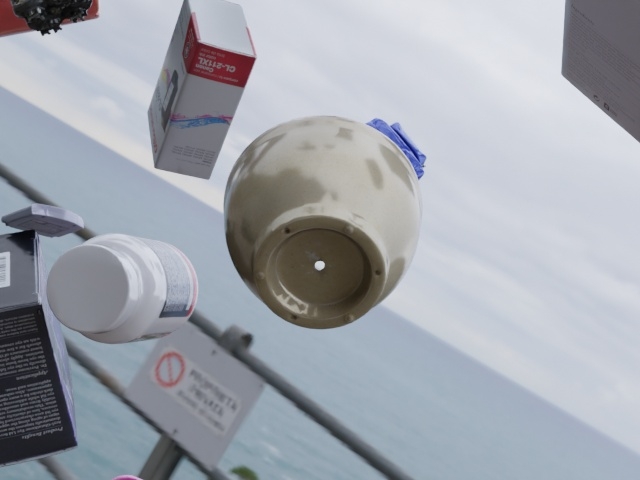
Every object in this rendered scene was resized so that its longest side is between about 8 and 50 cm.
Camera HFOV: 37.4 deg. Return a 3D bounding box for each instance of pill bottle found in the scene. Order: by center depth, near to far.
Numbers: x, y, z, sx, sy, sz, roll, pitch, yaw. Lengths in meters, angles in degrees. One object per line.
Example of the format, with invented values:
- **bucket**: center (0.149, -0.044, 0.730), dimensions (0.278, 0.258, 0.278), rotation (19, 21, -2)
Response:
- **pill bottle**: center (-0.195, 0.048, 0.938), dimensions (0.108, 0.108, 0.180), rotation (30, 1, 9)

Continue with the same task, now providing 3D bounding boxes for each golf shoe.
- **golf shoe**: center (-0.209, -0.277, 0.908), dimensions (0.077, 0.198, 0.094), rotation (93, -26, -75)

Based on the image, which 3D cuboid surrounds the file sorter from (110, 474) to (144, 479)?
- **file sorter**: center (-0.214, 0.472, 1.241), dimensions (0.202, 0.182, 0.290), rotation (35, 2, -30)

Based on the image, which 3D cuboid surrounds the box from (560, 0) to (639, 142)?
- **box**: center (0.438, -0.319, 1.173), dimensions (0.168, 0.215, 0.345), rotation (50, -8, 29)

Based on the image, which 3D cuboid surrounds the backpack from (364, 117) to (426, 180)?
- **backpack**: center (0.062, -0.074, 1.118), dimensions (0.098, 0.101, 0.120), rotation (56, -38, 12)

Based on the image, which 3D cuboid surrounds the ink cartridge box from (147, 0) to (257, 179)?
- **ink cartridge box**: center (-0.143, -0.179, 1.106), dimensions (0.072, 0.175, 0.127), rotation (10, 36, -23)

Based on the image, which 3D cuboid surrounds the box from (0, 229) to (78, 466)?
- **box**: center (-0.343, 0.119, 1.045), dimensions (0.108, 0.207, 0.153), rotation (-11, 35, -12)

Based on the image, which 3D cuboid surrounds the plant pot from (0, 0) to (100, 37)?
- **plant pot**: center (-0.508, -0.476, 1.627), dimensions (0.243, 0.275, 0.275), rotation (-4, 6, -12)

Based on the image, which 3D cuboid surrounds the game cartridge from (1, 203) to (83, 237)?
- **game cartridge**: center (-0.313, -0.023, 1.079), dimensions (0.056, 0.017, 0.083), rotation (-12, -17, 26)

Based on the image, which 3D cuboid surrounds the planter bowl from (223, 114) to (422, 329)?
- **planter bowl**: center (0.000, 0.000, 0.722), dimensions (0.162, 0.162, 0.109), rotation (30, 26, -14)
